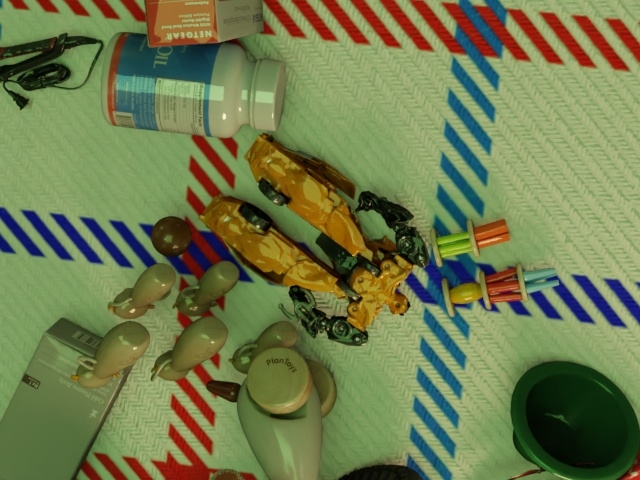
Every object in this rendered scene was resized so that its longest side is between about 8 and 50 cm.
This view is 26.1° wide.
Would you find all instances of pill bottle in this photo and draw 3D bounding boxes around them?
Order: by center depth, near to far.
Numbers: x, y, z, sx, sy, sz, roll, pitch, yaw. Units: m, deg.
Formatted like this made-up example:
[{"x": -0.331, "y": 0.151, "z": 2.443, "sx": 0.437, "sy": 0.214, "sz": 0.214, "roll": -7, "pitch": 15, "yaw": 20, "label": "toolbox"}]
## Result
[{"x": -0.160, "y": -0.197, "z": 1.772, "sx": 0.221, "sy": 0.124, "sz": 0.124, "roll": 6, "pitch": 101, "yaw": 5, "label": "pill bottle"}]

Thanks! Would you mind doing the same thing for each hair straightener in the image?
[{"x": -0.397, "y": -0.223, "z": 1.846, "sx": 0.230, "sy": 0.047, "sz": 0.089, "roll": -14, "pitch": 119, "yaw": 4, "label": "hair straightener"}]

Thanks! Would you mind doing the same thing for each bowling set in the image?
[{"x": -0.185, "y": 0.084, "z": 1.817, "sx": 0.154, "sy": 0.287, "sz": 0.200, "roll": -41, "pitch": 52, "yaw": 49, "label": "bowling set"}]

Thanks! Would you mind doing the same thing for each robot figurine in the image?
[{"x": 0.000, "y": 0.000, "z": 1.806, "sx": 0.291, "sy": 0.085, "sz": 0.211, "roll": 38, "pitch": 103, "yaw": 0, "label": "robot figurine"}]

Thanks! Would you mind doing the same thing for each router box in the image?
[{"x": -0.140, "y": -0.386, "z": 1.626, "sx": 0.082, "sy": 0.335, "sz": 0.301, "roll": -3, "pitch": 100, "yaw": 7, "label": "router box"}]

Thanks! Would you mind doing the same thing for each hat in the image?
[{"x": 0.292, "y": 0.276, "z": 1.844, "sx": 0.208, "sy": 0.173, "sz": 0.183, "roll": 9, "pitch": 146, "yaw": -14, "label": "hat"}]

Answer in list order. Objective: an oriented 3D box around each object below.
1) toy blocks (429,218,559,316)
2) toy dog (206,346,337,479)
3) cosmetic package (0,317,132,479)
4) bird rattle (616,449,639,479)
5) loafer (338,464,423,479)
[{"x": 0.227, "y": 0.027, "z": 1.797, "sx": 0.148, "sy": 0.054, "sz": 0.123, "roll": -12, "pitch": 99, "yaw": 9, "label": "toy blocks"}, {"x": -0.079, "y": 0.288, "z": 1.772, "sx": 0.161, "sy": 0.334, "sz": 0.220, "roll": -3, "pitch": 141, "yaw": 16, "label": "toy dog"}, {"x": -0.361, "y": 0.241, "z": 1.887, "sx": 0.127, "sy": 0.107, "sz": 0.238, "roll": 26, "pitch": 99, "yaw": -1, "label": "cosmetic package"}, {"x": 0.459, "y": 0.385, "z": 1.823, "sx": 0.207, "sy": 0.143, "sz": 0.253, "roll": -7, "pitch": 86, "yaw": -3, "label": "bird rattle"}, {"x": 0.004, "y": 0.426, "z": 1.870, "sx": 0.366, "sy": 0.134, "sz": 0.130, "roll": -33, "pitch": 99, "yaw": 21, "label": "loafer"}]
